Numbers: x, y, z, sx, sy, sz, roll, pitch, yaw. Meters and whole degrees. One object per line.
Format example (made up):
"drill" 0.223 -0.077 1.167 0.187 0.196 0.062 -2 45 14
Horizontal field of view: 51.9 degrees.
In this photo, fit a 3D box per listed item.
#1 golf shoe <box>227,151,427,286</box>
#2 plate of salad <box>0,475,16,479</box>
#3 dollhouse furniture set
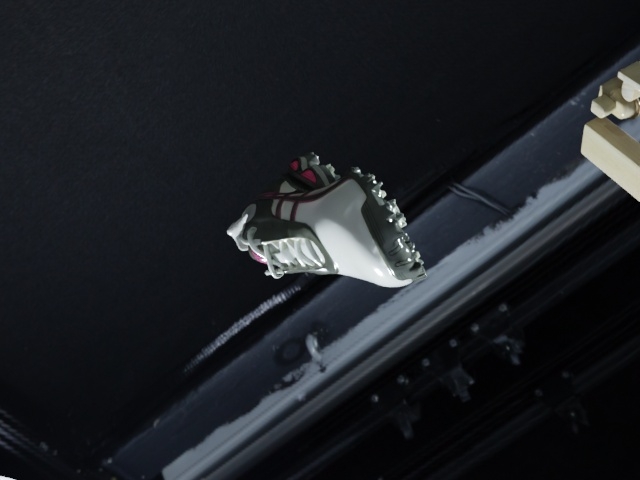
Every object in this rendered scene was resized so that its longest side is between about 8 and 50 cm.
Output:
"golf shoe" 0.000 0.000 0.586 0.120 0.273 0.105 -34 -70 -9
"plate of salad" -0.325 0.332 0.674 0.048 0.200 0.200 -43 -67 8
"dollhouse furniture set" 0.388 -0.136 0.715 0.123 0.144 0.151 -28 -39 -7
